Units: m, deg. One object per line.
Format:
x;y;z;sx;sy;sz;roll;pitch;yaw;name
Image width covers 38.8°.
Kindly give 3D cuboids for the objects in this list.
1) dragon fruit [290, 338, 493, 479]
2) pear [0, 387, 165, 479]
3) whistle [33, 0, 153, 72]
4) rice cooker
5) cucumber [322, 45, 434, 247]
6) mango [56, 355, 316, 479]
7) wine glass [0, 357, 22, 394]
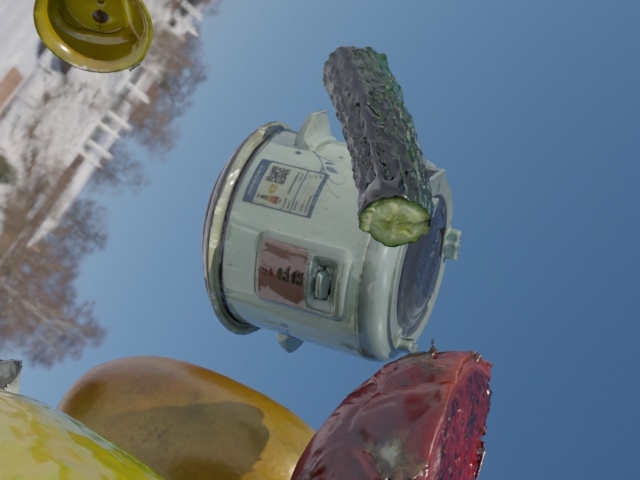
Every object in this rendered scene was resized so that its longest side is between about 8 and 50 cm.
0.048;0.125;0.631;0.120;0.127;0.161;6;-126;25;dragon fruit
-0.173;0.236;0.345;0.391;0.391;0.391;-43;-158;22;pear
-0.084;-0.112;0.392;0.046;0.057;0.109;-14;-141;14;whistle
0.000;0.000;1.082;0.316;0.317;0.264;-38;180;33;rice cooker
0.041;-0.074;0.651;0.058;0.058;0.187;-42;-143;25;cucumber
-0.110;0.209;0.833;0.317;0.211;0.173;12;-122;21;mango
-0.361;0.243;1.078;0.122;0.183;0.122;-23;-158;10;wine glass
